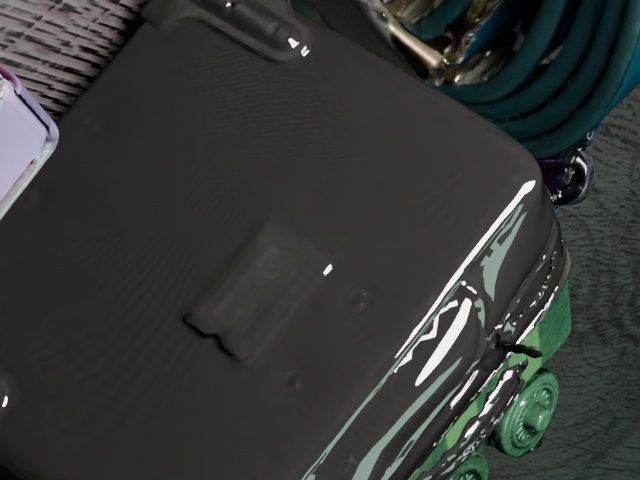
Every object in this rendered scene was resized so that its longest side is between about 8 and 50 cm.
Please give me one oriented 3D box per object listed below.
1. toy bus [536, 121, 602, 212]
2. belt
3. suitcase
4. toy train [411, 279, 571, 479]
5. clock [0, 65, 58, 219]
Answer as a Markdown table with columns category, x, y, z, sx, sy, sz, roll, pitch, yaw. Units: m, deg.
| category | x | y | z | sx | sy | sz | roll | pitch | yaw |
| --- | --- | --- | --- | --- | --- | --- | --- | --- | --- |
| toy bus | 0.141 | -0.127 | 1.485 | 0.138 | 0.175 | 0.288 | -4 | 125 | -53 |
| belt | 0.111 | -0.236 | 1.142 | 0.173 | 0.300 | 0.436 | -41 | 161 | -27 |
| suitcase | -0.050 | 0.038 | 1.141 | 0.345 | 0.339 | 0.188 | -50 | 151 | -14 |
| toy train | 0.111 | 0.137 | 1.801 | 0.299 | 0.167 | 0.238 | -44 | 143 | -29 |
| clock | -0.241 | -0.024 | 0.937 | 0.193 | 0.144 | 0.073 | -53 | 156 | -7 |
